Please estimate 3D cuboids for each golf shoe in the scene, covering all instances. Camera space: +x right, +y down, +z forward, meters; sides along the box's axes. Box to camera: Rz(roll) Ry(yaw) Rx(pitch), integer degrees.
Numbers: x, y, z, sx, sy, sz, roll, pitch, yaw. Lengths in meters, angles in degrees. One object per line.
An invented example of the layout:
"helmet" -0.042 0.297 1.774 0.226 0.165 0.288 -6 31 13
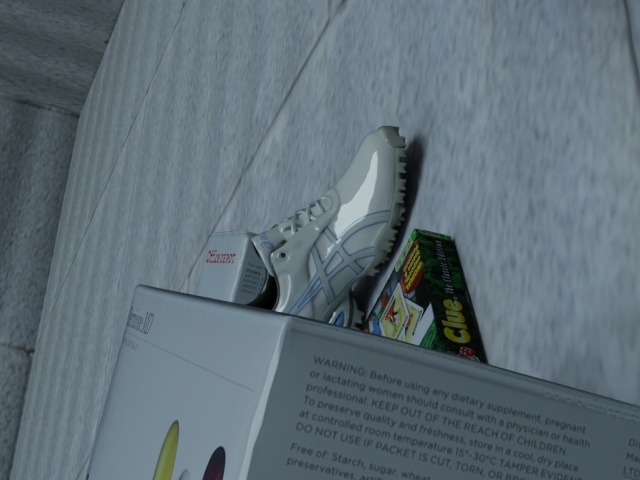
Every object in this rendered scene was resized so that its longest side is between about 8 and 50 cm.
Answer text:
"golf shoe" 0.000 0.000 0.914 0.069 0.086 0.176 -119 49 -70

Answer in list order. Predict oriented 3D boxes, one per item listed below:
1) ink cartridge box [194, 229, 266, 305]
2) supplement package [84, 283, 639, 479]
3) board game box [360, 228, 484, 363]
"ink cartridge box" -0.060 0.086 1.052 0.127 0.072 0.175 179 106 -74
"supplement package" 0.029 0.112 0.499 0.262 0.204 0.145 178 107 -74
"board game box" 0.023 0.132 0.815 0.136 0.030 0.260 -102 31 -53
